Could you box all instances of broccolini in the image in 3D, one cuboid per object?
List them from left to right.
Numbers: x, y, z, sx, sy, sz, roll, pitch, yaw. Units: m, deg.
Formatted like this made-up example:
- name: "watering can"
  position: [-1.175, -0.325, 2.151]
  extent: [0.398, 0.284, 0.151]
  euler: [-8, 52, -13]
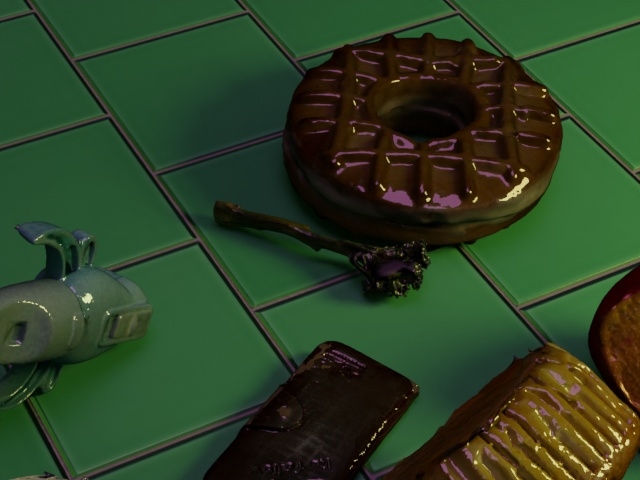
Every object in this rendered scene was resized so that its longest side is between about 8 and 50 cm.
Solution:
- name: "broccolini"
  position: [0.000, 0.008, 1.633]
  extent: [0.254, 0.057, 0.071]
  euler: [15, 23, 25]

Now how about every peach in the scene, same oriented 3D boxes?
- name: "peach"
  position: [0.359, 0.093, 1.441]
  extent: [0.192, 0.190, 0.190]
  euler: [-10, 41, -36]

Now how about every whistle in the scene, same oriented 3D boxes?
- name: "whistle"
  position: [-0.252, 0.074, 1.452]
  extent: [0.093, 0.186, 0.274]
  euler: [23, 13, 23]

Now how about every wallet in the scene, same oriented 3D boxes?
- name: "wallet"
  position: [-0.010, 0.187, 1.436]
  extent: [0.122, 0.031, 0.232]
  euler: [24, 47, 20]

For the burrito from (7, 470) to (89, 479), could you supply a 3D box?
- name: "burrito"
  position: [-0.291, 0.259, 1.193]
  extent: [0.139, 0.101, 0.445]
  euler: [27, 18, 26]

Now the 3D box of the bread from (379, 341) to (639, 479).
- name: "bread"
  position: [0.149, 0.207, 1.283]
  extent: [0.142, 0.227, 0.253]
  euler: [48, 49, 9]

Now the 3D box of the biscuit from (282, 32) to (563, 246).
- name: "biscuit"
  position: [0.116, -0.119, 1.725]
  extent: [0.332, 0.103, 0.332]
  euler: [2, 41, -1]
